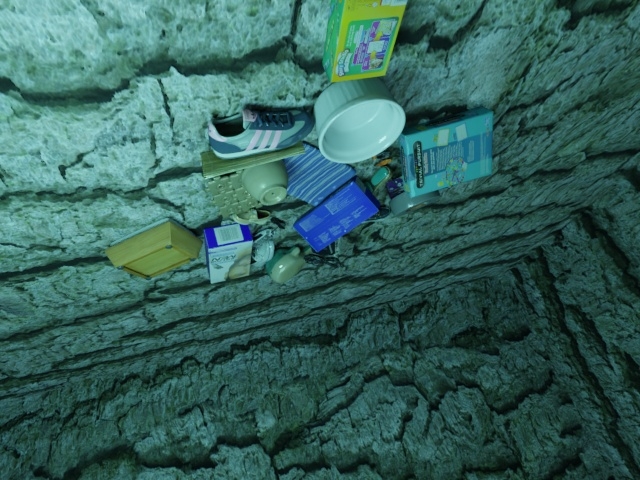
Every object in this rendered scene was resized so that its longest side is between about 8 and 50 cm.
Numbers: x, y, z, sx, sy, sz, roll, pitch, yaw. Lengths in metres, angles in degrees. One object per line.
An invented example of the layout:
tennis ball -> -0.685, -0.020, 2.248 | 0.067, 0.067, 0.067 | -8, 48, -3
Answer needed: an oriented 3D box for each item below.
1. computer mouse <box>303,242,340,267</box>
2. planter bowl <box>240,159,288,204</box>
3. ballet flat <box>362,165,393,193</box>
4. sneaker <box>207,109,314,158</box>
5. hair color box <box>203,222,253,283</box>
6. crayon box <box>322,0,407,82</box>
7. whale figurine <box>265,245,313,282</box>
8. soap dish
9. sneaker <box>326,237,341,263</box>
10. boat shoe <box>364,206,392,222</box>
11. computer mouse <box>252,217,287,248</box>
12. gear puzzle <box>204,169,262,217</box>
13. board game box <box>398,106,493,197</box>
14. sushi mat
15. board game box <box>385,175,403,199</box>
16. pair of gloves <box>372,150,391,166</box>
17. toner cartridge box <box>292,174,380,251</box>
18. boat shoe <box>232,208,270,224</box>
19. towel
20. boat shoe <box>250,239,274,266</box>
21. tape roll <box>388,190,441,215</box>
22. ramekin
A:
computer mouse -> 0.000, 0.000, 2.053 | 0.189, 0.072, 0.272 | 8, 130, 21
planter bowl -> -0.176, -0.190, 1.509 | 0.162, 0.109, 0.162 | -21, 153, -11
ballet flat -> 0.222, -0.231, 1.832 | 0.206, 0.073, 0.067 | -35, 162, 37
sneaker -> -0.172, -0.333, 1.300 | 0.319, 0.112, 0.131 | -19, 155, -6
hair color box -> -0.403, 0.059, 1.937 | 0.185, 0.110, 0.338 | -12, 156, -17
crayon box -> 0.107, -0.537, 1.115 | 0.166, 0.081, 0.278 | -12, 154, -14
whale figurine -> -0.155, 0.092, 2.181 | 0.272, 0.141, 0.216 | -29, 151, -39
soap dish -> -0.638, 0.042, 1.725 | 0.291, 0.118, 0.229 | -22, 155, 9
sneaker -> 0.064, 0.015, 2.161 | 0.110, 0.118, 0.292 | -13, 153, -9
boat shoe -> 0.250, -0.129, 2.056 | 0.184, 0.065, 0.083 | -14, 156, -9
computer mouse -> -0.240, -0.033, 1.944 | 0.193, 0.042, 0.106 | -36, 155, 20
gear puzzle -> -0.314, -0.197, 1.562 | 0.176, 0.044, 0.339 | -18, 153, -6
board game box -> 0.470, -0.328, 1.660 | 0.336, 0.079, 0.253 | -16, 123, -5
sushi mat -> -0.211, -0.268, 1.366 | 0.317, 0.151, 0.019 | -16, 130, -6
board game box -> 0.446, -0.272, 1.866 | 0.347, 0.056, 0.208 | -23, 175, 9
pair of gloves -> 0.239, -0.318, 1.732 | 0.074, 0.010, 0.083 | -20, 152, 5
toner cartridge box -> 0.064, -0.107, 1.860 | 0.348, 0.075, 0.165 | -34, 106, 29
boat shoe -> -0.271, -0.101, 1.763 | 0.170, 0.063, 0.059 | -3, 149, -49
towel -> -0.042, -0.238, 1.667 | 0.243, 0.040, 0.336 | -35, 151, 28
boat shoe -> -0.282, 0.071, 2.068 | 0.076, 0.083, 0.226 | -5, 152, -29
tape roll -> 0.414, -0.180, 1.957 | 0.219, 0.072, 0.219 | -21, 173, -3
ramekin -> 0.109, -0.378, 1.376 | 0.277, 0.135, 0.277 | -15, 154, -8
